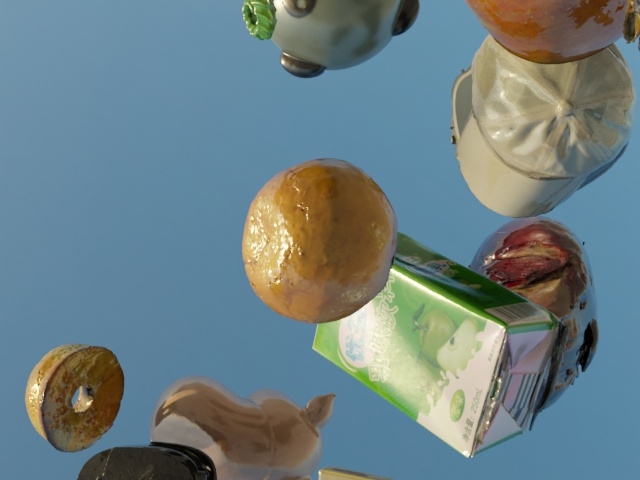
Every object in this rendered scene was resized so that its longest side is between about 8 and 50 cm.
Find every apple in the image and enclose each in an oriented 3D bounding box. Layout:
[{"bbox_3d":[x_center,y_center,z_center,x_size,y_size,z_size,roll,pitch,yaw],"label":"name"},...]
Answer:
[{"bbox_3d":[0.222,-0.280,0.866,0.235,0.173,0.211,7,-104,-55],"label":"apple"}]

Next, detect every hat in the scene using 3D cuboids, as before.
[{"bbox_3d":[0.258,-0.129,1.110,0.232,0.275,0.161,26,-130,4],"label":"hat"}]

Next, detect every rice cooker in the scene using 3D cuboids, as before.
[{"bbox_3d":[-0.206,0.296,1.099,0.165,0.106,0.112,3,-102,-5],"label":"rice cooker"}]

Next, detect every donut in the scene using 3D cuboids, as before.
[{"bbox_3d":[-0.331,0.205,1.237,0.058,0.152,0.152,15,-139,34],"label":"donut"}]

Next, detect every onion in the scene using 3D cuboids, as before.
[{"bbox_3d":[0.296,0.114,1.412,0.232,0.314,0.314,4,-130,1],"label":"onion"}]

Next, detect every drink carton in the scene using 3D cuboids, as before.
[{"bbox_3d":[0.124,0.110,1.036,0.108,0.161,0.271,-4,-155,-42],"label":"drink carton"}]

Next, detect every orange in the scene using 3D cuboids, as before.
[{"bbox_3d":[0.000,0.000,0.464,0.070,0.083,0.083,8,-131,-32],"label":"orange"}]

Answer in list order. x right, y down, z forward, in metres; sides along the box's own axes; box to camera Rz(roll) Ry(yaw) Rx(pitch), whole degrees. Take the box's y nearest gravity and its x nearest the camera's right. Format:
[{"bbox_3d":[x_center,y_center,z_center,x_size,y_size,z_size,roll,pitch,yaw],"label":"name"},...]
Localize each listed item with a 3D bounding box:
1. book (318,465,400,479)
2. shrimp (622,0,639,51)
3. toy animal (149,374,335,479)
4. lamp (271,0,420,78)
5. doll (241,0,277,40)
[{"bbox_3d":[0.094,0.310,0.855,0.230,0.161,0.026,3,178,33],"label":"book"},{"bbox_3d":[0.256,-0.229,0.708,0.041,0.099,0.180,19,-102,-17],"label":"shrimp"},{"bbox_3d":[-0.115,0.269,1.288,0.250,0.167,0.154,11,-170,3],"label":"toy animal"},{"bbox_3d":[0.005,-0.344,1.212,0.197,0.197,0.244,-22,-94,-32],"label":"lamp"},{"bbox_3d":[-0.085,-0.302,0.980,0.050,0.115,0.190,-14,-106,-21],"label":"doll"}]
